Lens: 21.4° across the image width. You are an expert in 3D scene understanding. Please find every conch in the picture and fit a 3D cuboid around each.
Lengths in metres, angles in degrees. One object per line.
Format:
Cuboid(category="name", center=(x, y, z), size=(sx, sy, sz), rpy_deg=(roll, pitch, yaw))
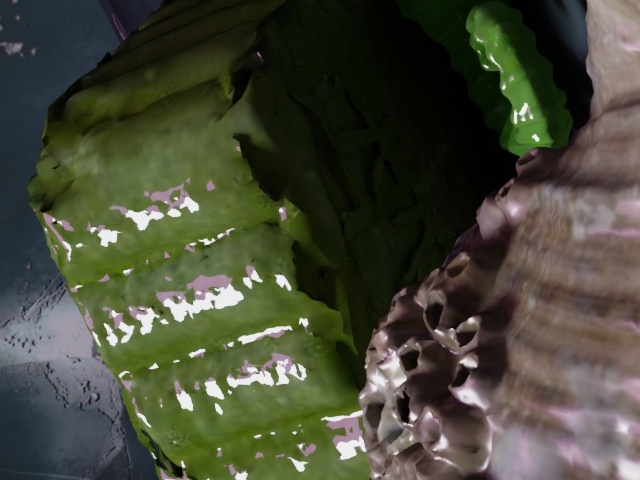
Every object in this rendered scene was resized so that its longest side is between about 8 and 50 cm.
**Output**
Cuboid(category="conch", center=(0.096, 0.033, 0.400), size=(0.178, 0.163, 0.245), rpy_deg=(21, 134, 26))

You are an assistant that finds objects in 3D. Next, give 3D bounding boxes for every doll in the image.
Cuboid(category="doll", center=(0.029, -0.108, 0.540), size=(0.190, 0.050, 0.115), rpy_deg=(60, -179, -5))

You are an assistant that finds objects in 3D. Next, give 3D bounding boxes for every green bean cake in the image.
Cuboid(category="green bean cake", center=(0.000, 0.000, 0.626), size=(0.200, 0.113, 0.214), rpy_deg=(66, -155, -18))
